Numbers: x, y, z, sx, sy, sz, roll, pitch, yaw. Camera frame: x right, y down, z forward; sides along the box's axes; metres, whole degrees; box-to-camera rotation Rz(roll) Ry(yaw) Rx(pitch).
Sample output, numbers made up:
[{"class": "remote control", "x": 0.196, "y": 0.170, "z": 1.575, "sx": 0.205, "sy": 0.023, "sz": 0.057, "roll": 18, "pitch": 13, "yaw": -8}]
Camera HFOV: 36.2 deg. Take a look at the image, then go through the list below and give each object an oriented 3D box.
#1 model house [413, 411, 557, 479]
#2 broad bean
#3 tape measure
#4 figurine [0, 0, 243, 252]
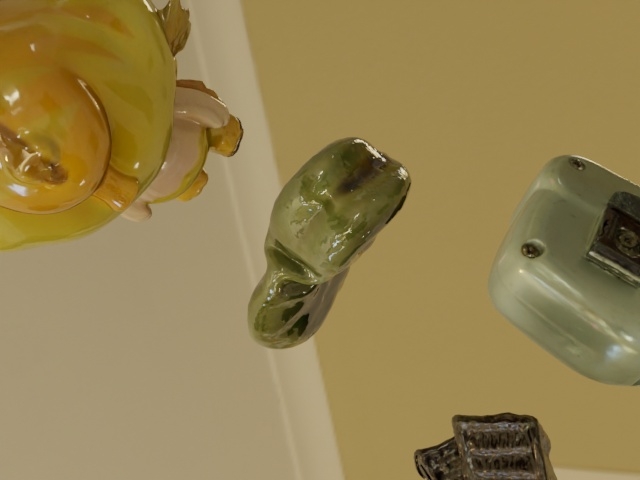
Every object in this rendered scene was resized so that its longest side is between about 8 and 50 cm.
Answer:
[{"class": "model house", "x": 0.152, "y": 0.223, "z": 0.888, "sx": 0.152, "sy": 0.165, "sz": 0.106, "roll": 67, "pitch": -149, "yaw": -24}, {"class": "broad bean", "x": 0.002, "y": 0.002, "z": 0.750, "sx": 0.072, "sy": 0.206, "sz": 0.153, "roll": 42, "pitch": -123, "yaw": 9}, {"class": "tape measure", "x": 0.315, "y": 0.029, "z": 1.032, "sx": 0.246, "sy": 0.243, "sz": 0.125, "roll": -57, "pitch": -7, "yaw": -44}, {"class": "figurine", "x": -0.114, "y": -0.061, "z": 0.488, "sx": 0.156, "sy": 0.131, "sz": 0.246, "roll": -50, "pitch": -14, "yaw": 6}]
